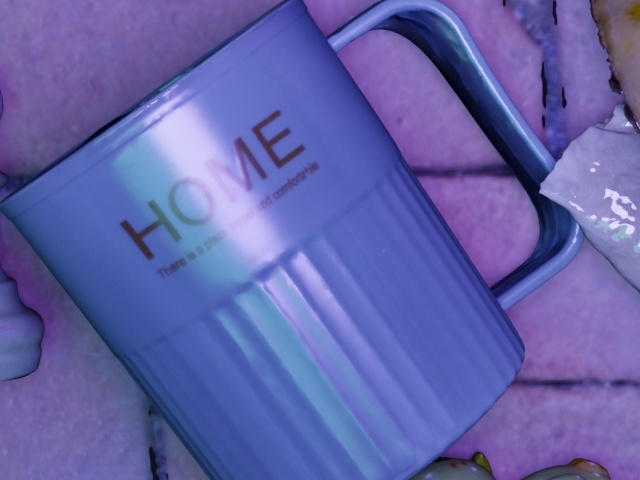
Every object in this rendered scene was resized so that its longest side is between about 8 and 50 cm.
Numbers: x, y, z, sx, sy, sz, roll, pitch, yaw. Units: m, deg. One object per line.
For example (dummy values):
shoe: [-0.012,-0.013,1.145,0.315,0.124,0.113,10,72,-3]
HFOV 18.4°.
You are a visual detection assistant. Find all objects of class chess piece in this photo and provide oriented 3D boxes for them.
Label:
chess piece: [-0.281,-0.030,1.531,0.139,0.139,0.272,3,93,12]

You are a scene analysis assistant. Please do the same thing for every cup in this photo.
cup: [-0.013,0.007,1.429,0.311,0.331,0.257,55,142,-7]

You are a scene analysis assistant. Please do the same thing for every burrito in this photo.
burrito: [0.321,0.059,1.417,0.392,0.076,0.117,43,70,-5]

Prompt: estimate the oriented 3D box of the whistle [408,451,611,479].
whistle: [0.166,0.208,1.496,0.294,0.141,0.141,-19,100,-2]

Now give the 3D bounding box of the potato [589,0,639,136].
potato: [0.262,-0.120,1.339,0.098,0.138,0.243,-32,89,32]
